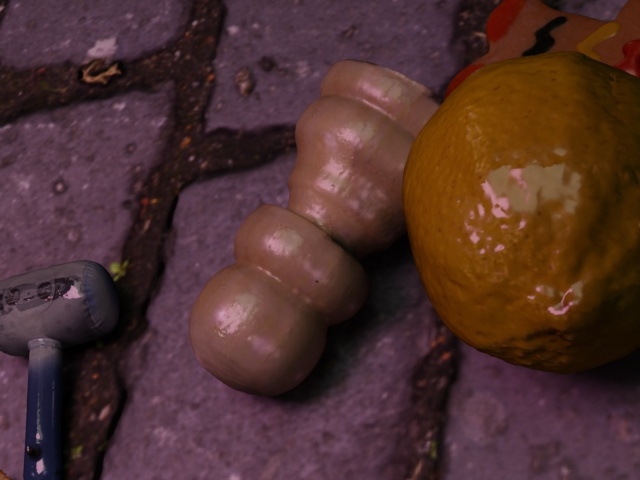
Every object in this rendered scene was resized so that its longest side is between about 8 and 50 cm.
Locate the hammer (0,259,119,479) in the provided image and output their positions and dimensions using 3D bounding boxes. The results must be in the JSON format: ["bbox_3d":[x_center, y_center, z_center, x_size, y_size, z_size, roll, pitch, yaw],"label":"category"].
[{"bbox_3d":[-0.220,0.110,1.167,0.116,0.069,0.194,-14,59,16],"label":"hammer"}]

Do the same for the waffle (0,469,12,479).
[{"bbox_3d":[-0.235,0.240,1.095,0.135,0.021,0.092,27,70,39],"label":"waffle"}]

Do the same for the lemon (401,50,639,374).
[{"bbox_3d":[0.156,-0.022,0.982,0.204,0.204,0.260,-17,36,14],"label":"lemon"}]

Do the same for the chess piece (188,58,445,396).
[{"bbox_3d":[0.000,0.000,1.097,0.143,0.143,0.261,24,72,38],"label":"chess piece"}]

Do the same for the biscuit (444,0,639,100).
[{"bbox_3d":[0.228,-0.138,1.147,0.250,0.036,0.165,13,63,33],"label":"biscuit"}]
